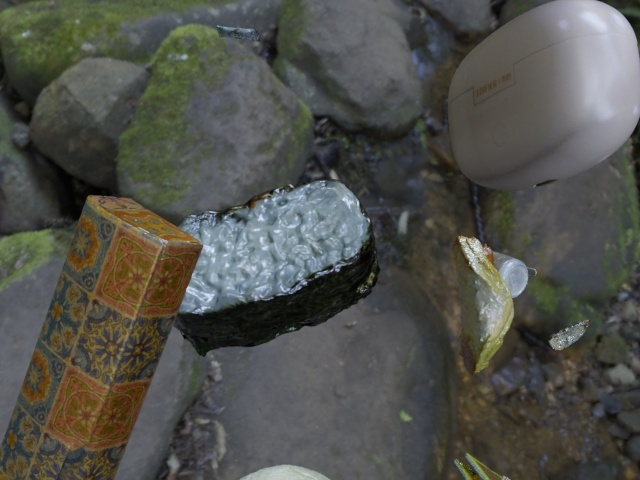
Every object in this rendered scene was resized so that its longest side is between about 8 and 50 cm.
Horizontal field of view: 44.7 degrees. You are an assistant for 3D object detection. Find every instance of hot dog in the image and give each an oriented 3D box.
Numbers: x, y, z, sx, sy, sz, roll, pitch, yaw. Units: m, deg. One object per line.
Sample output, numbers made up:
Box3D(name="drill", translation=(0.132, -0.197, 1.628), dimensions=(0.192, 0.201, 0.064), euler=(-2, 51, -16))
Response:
Box3D(name="hot dog", translation=(0.195, 0.075, 0.914), dimensions=(0.061, 0.078, 0.169), euler=(-8, 101, -12))

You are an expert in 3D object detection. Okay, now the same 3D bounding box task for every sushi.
Box3D(name="sushi", translation=(-0.050, 0.031, 0.782), dimensions=(0.225, 0.127, 0.124), euler=(-20, 58, -4))

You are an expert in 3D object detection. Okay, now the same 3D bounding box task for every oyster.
Box3D(name="oyster", translation=(0.446, 0.165, 1.389), dimensions=(0.054, 0.083, 0.019), euler=(46, 14, -45))

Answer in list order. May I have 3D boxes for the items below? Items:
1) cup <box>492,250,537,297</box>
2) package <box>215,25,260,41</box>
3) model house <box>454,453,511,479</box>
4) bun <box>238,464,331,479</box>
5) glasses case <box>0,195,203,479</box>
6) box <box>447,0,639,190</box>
Box3D(name="cup", translation=(0.318, 0.063, 1.374), dimensions=(0.102, 0.099, 0.074), euler=(25, 87, -36))
Box3D(name="package", translation=(-0.193, -0.483, 1.812), dimensions=(0.037, 0.110, 0.015), euler=(76, 33, -50))
Box3D(name="model house", translation=(0.434, 0.611, 1.759), dimensions=(0.313, 0.242, 0.357), euler=(43, 13, 27))
Box3D(name="bun", translation=(-0.078, 0.670, 1.665), dimensions=(0.352, 0.227, 0.349), euler=(0, 88, -3))
Box3D(name="glasses case", translation=(-0.156, 0.084, 0.525), dimensions=(0.075, 0.218, 0.049), euler=(29, 14, 28))
Box3D(name="box", translation=(0.185, -0.120, 0.669), dimensions=(0.088, 0.200, 0.146), euler=(2, 80, -25))
